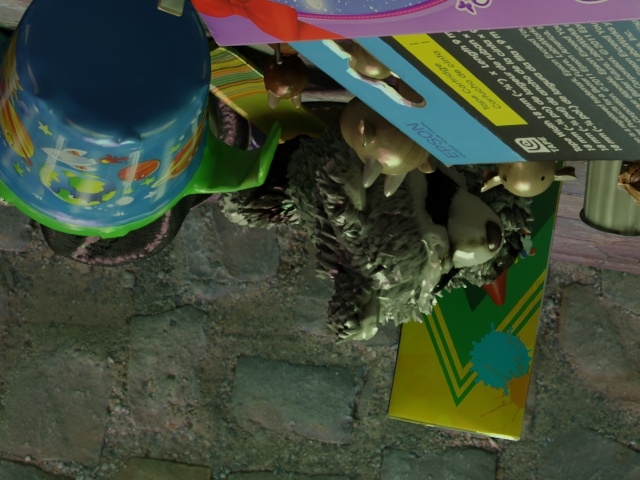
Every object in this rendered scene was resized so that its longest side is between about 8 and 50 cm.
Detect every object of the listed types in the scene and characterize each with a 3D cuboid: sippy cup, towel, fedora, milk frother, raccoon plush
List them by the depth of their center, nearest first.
[{"bbox_3d":[0.316,-0.083,1.123,0.143,0.135,0.129,11,-153,22],"label":"milk frother"},{"bbox_3d":[-0.201,-0.139,1.157,0.305,0.240,0.224,-14,172,-18],"label":"sippy cup"},{"bbox_3d":[0.000,0.000,1.223,0.446,0.216,0.299,-18,-175,42],"label":"raccoon plush"},{"bbox_3d":[-0.054,-0.143,1.393,0.237,0.021,0.102,36,158,-31],"label":"towel"},{"bbox_3d":[-0.236,-0.074,1.474,0.334,0.152,0.334,-2,144,-1],"label":"fedora"}]

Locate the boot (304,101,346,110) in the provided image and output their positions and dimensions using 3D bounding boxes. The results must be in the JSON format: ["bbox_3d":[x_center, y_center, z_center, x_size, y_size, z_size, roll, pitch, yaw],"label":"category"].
[{"bbox_3d":[0.039,-0.097,1.561,0.198,0.137,0.077,7,175,36],"label":"boot"}]

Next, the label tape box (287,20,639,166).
[{"bbox_3d":[0.132,-0.139,0.654,0.240,0.106,0.333,34,161,-36],"label":"label tape box"}]

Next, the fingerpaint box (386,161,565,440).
[{"bbox_3d":[0.198,0.050,1.601,0.163,0.371,0.445,9,176,7],"label":"fingerpaint box"}]

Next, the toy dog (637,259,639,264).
[{"bbox_3d":[0.557,0.017,1.727,0.220,0.161,0.333,9,176,8],"label":"toy dog"}]

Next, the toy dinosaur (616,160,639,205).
[{"bbox_3d":[0.361,-0.059,0.785,0.322,0.218,0.164,10,175,-4],"label":"toy dinosaur"}]

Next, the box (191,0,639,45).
[{"bbox_3d":[0.017,-0.174,0.478,0.293,0.057,0.201,6,139,45],"label":"box"}]

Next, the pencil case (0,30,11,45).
[{"bbox_3d":[-0.364,-0.210,1.481,0.070,0.064,0.151,26,-175,31],"label":"pencil case"}]

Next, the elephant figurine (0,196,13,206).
[{"bbox_3d":[-0.343,-0.160,1.645,0.186,0.239,0.169,49,-155,-5],"label":"elephant figurine"}]

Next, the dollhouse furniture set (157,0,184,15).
[{"bbox_3d":[-0.114,-0.207,0.985,0.151,0.058,0.076,13,174,-40],"label":"dollhouse furniture set"}]

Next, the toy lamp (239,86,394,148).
[{"bbox_3d":[-0.013,-0.145,1.489,0.080,0.080,0.274,14,171,-43],"label":"toy lamp"}]

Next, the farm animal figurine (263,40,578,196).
[{"bbox_3d":[0.109,-0.113,0.956,0.330,0.172,0.327,12,175,-26],"label":"farm animal figurine"}]
